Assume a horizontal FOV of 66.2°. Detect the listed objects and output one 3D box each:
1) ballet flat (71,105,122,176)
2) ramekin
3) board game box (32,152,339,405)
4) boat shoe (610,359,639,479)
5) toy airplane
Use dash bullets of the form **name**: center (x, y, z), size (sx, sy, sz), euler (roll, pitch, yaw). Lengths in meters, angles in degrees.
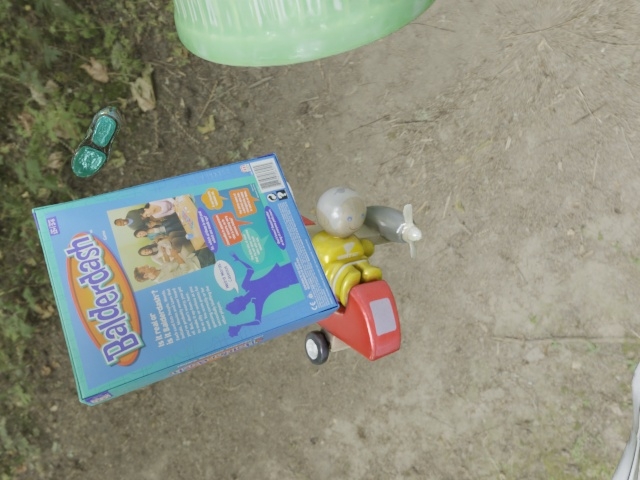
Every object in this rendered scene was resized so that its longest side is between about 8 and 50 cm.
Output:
- **ballet flat**: center (-0.480, -0.215, 1.065), size (0.070, 0.070, 0.188), euler (48, 119, -1)
- **ramekin**: center (-0.027, -0.323, 0.507), size (0.303, 0.304, 0.148), euler (8, 140, 21)
- **board game box**: center (-0.111, 0.024, 0.422), size (0.160, 0.210, 0.047), euler (68, 159, 16)
- **boat shoe**: center (0.372, 0.216, 0.505), size (0.096, 0.088, 0.268), euler (5, 110, -3)
- **toy airplane**: center (0.000, 0.000, 0.910), size (0.384, 0.386, 0.273), euler (23, 129, 1)
